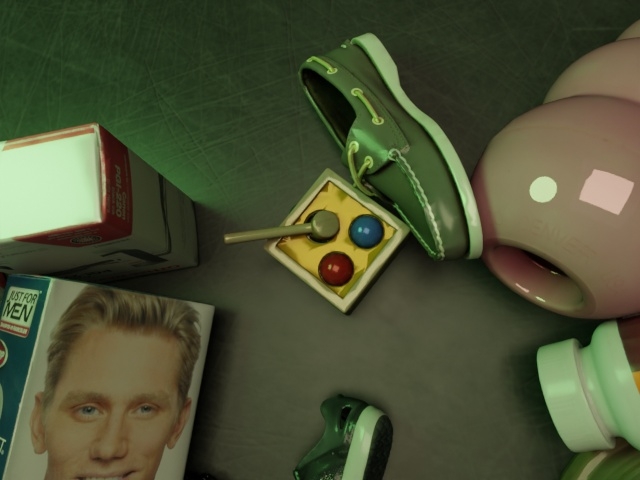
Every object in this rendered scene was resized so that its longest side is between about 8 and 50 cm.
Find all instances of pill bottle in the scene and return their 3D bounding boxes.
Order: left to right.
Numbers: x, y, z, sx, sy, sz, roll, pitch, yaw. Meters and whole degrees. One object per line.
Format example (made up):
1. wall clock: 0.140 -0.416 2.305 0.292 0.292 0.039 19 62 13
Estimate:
1. pill bottle: 0.316 0.115 0.432 0.221 0.121 0.121 -24 76 30

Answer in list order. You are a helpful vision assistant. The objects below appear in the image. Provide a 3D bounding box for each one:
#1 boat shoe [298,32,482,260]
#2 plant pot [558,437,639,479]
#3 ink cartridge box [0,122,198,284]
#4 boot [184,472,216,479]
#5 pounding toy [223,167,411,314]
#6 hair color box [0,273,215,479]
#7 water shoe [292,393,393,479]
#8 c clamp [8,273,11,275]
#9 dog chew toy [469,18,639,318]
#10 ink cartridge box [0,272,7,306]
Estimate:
1. boat shoe: 0.062 -0.096 0.516 0.091 0.109 0.305 -18 56 -6
2. plant pot: 0.338 0.287 0.440 0.237 0.110 0.237 -1 80 6
3. ink cartridge box: -0.235 -0.019 0.506 0.159 0.218 0.092 -10 79 4
4. boot: -0.112 0.307 0.518 0.121 0.045 0.099 23 82 14
5. pounding toy: 0.000 0.000 0.536 0.141 0.100 0.130 38 85 11
6. hair color box: -0.226 0.216 0.472 0.105 0.174 0.347 -1 76 41
7. water shoe: 0.009 0.260 0.512 0.080 0.073 0.203 16 80 36
8. c clamp: -0.318 0.088 0.562 0.022 0.137 0.160 -23 59 -34
9. dog chew toy: 0.290 -0.090 0.481 0.206 0.206 0.332 37 77 12
10. ink cartridge box: -0.461 0.067 0.428 0.160 0.384 0.279 -30 77 0
